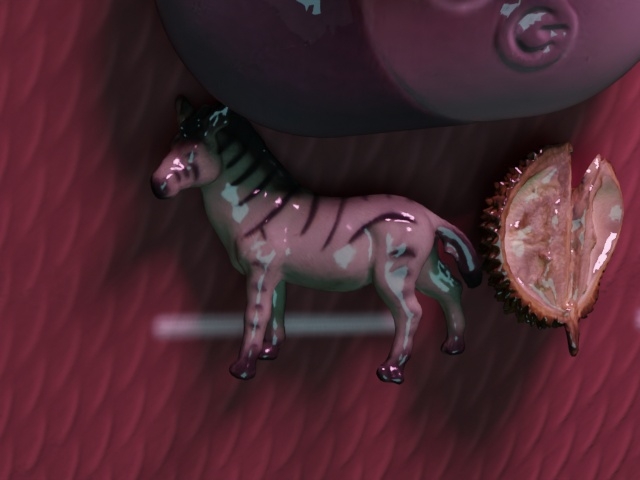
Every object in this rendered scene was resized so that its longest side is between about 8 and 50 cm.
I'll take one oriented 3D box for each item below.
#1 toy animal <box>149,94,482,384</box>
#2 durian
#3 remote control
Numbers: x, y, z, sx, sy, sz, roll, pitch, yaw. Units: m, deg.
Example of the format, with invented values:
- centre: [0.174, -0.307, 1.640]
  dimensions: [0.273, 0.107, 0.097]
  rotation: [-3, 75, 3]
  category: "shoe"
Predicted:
- centre: [-0.002, -0.001, 1.052]
  dimensions: [0.216, 0.073, 0.176]
  rotation: [2, 103, -6]
  category: "toy animal"
- centre: [0.147, 0.007, 1.085]
  dimensions: [0.110, 0.071, 0.140]
  rotation: [-5, 90, -23]
  category: "durian"
- centre: [0.064, -0.173, 0.982]
  dimensions: [0.332, 0.103, 0.221]
  rotation: [-6, 111, -7]
  category: "remote control"
